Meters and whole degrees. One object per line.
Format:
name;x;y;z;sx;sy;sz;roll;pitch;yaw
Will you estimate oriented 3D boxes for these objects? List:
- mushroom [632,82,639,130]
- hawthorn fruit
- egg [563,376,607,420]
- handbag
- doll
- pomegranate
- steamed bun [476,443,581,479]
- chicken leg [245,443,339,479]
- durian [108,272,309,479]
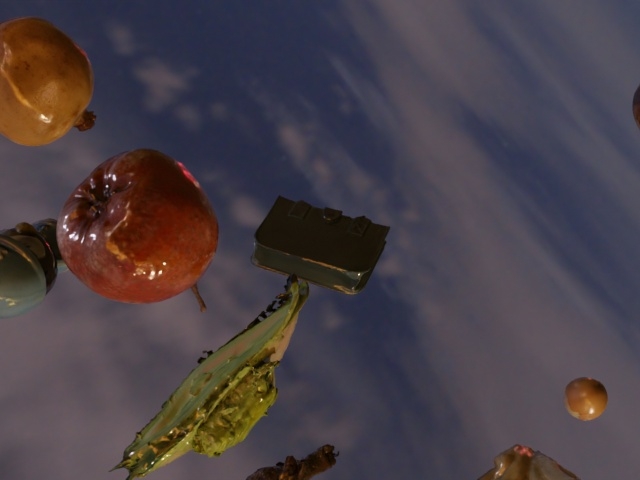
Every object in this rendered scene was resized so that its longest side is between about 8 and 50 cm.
mushroom;0.493;-0.164;1.688;0.151;0.156;0.286;21;-153;-4
hawthorn fruit;-0.259;-0.023;1.918;0.262;0.235;0.231;-2;-106;-31
egg;0.431;0.256;2.062;0.071;0.071;0.083;61;-177;18
handbag;0.000;0.000;2.366;0.229;0.062;0.179;17;-136;11
doll;-0.522;0.041;2.167;0.177;0.141;0.314;15;-155;16
pomegranate;-0.399;-0.221;1.799;0.196;0.196;0.196;42;-154;-25
steamed bun;0.252;0.349;1.521;0.247;0.189;0.428;44;177;-3
chicken leg;-0.047;0.397;2.099;0.080;0.125;0.196;52;-162;17
durian;-0.129;0.202;1.606;0.106;0.375;0.132;47;171;-32
